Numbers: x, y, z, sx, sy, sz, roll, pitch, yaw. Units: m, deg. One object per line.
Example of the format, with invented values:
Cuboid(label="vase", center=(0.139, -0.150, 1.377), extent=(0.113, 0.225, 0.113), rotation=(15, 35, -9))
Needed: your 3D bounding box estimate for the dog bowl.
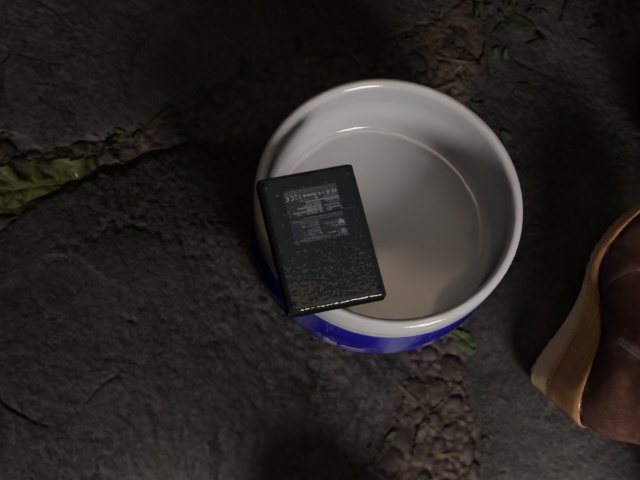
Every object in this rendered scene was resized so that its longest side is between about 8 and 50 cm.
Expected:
Cuboid(label="dog bowl", center=(0.062, -0.023, 1.287), extent=(0.265, 0.104, 0.264), rotation=(2, 69, -6))

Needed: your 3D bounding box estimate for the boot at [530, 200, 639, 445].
Cuboid(label="boot", center=(0.344, 0.090, 1.245), extent=(0.207, 0.090, 0.248), rotation=(26, 80, 38))

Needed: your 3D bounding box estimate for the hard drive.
Cuboid(label="hard drive", center=(0.000, 0.000, 1.203), extent=(0.094, 0.022, 0.135), rotation=(-10, 71, -11))
